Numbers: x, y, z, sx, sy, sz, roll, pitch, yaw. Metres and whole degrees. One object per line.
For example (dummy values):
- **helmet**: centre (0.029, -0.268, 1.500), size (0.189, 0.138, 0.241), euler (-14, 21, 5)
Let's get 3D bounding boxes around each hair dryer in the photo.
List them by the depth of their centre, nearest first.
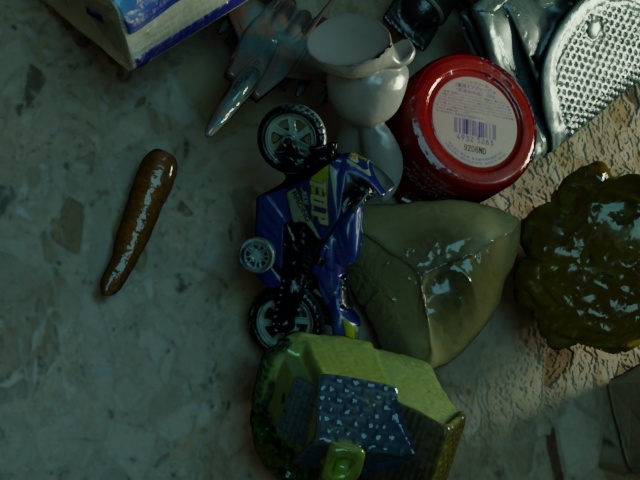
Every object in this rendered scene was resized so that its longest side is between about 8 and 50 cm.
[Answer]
- **hair dryer**: centre (0.219, -0.293, 1.681), size (0.248, 0.078, 0.195), euler (37, 67, -16)

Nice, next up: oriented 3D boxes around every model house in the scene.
- **model house**: centre (0.038, 0.225, 1.365), size (0.214, 0.189, 0.195), euler (16, 99, -22)

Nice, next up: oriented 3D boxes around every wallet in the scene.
- **wallet**: centre (0.355, -0.288, 1.699), size (0.342, 0.075, 0.237), euler (-37, 110, -30)

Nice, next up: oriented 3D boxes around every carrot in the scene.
- **carrot**: centre (-0.216, -0.020, 1.443), size (0.047, 0.047, 0.191), euler (25, 72, -15)

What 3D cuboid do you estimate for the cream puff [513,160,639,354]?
- **cream puff**: centre (0.355, 0.028, 1.576), size (0.244, 0.196, 0.244), euler (0, 66, 1)

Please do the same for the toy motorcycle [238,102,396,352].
- **toy motorcycle**: centre (0.000, 0.000, 1.443), size (0.169, 0.113, 0.315), euler (5, 101, 10)

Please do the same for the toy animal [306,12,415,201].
- **toy animal**: centre (0.062, -0.166, 1.508), size (0.104, 0.221, 0.131), euler (18, 51, 30)

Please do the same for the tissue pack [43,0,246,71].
- **tissue pack**: centre (-0.185, -0.349, 1.453), size (0.270, 0.137, 0.209), euler (-36, 62, -24)

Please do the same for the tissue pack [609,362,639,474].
- **tissue pack**: centre (0.576, 0.195, 1.603), size (0.338, 0.242, 0.160), euler (-7, 77, -24)

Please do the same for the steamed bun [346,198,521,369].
- **steamed bun**: centre (0.137, 0.055, 1.504), size (0.231, 0.110, 0.212), euler (-4, 88, 1)

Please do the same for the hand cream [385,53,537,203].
- **hand cream**: centre (0.170, -0.134, 1.585), size (0.193, 0.125, 0.193), euler (6, 72, -20)

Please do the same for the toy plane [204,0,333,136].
- **toy plane**: centre (-0.076, -0.215, 1.501), size (0.223, 0.104, 0.326), euler (38, 51, -9)
